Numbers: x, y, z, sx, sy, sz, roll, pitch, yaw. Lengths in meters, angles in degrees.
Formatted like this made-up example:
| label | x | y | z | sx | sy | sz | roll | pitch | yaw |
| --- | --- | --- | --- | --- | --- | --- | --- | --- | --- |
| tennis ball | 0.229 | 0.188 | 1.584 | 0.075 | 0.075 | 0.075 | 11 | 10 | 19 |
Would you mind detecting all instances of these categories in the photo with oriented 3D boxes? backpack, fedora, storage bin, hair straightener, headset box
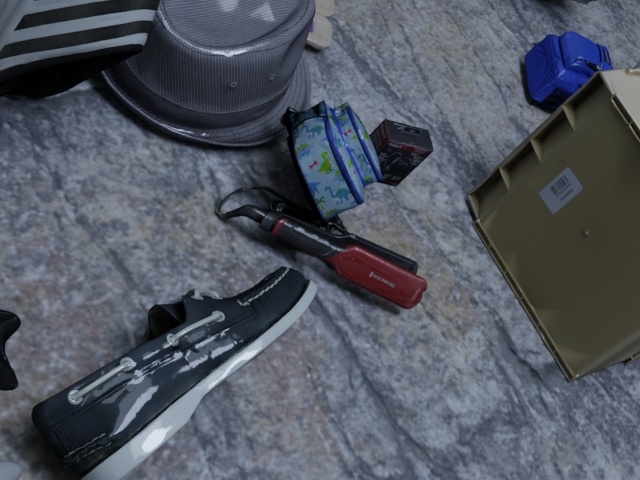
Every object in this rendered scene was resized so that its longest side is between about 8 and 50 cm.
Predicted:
| label | x | y | z | sx | sy | sz | roll | pitch | yaw |
| --- | --- | --- | --- | --- | --- | --- | --- | --- | --- |
| backpack | 0.014 | -0.084 | 1.207 | 0.114 | 0.084 | 0.105 | -93 | 159 | -61 |
| fedora | -0.100 | -0.226 | 1.222 | 0.276 | 0.124 | 0.243 | -10 | 72 | -36 |
| storage bin | 0.329 | -0.018 | 1.307 | 0.123 | 0.262 | 0.260 | -14 | 68 | -40 |
| backpack | 0.354 | -0.221 | 1.603 | 0.120 | 0.101 | 0.097 | 22 | 54 | -27 |
| hair straightener | 0.000 | 0.000 | 1.215 | 0.231 | 0.047 | 0.089 | 21 | 21 | -17 |
| headset box | 0.081 | -0.100 | 1.312 | 0.062 | 0.083 | 0.032 | 10 | 53 | -31 |

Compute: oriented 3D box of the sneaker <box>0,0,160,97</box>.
| label | x | y | z | sx | sy | sz | roll | pitch | yaw |
| --- | --- | --- | --- | --- | --- | --- | --- | --- | --- |
| sneaker | -0.343 | -0.272 | 1.065 | 0.448 | 0.257 | 0.169 | 18 | 7 | 18 |

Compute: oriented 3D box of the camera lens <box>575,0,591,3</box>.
| label | x | y | z | sx | sy | sz | roll | pitch | yaw |
| --- | --- | --- | --- | --- | --- | --- | --- | --- | --- |
| camera lens | 0.317 | -0.485 | 1.689 | 0.274 | 0.219 | 0.219 | 17 | 49 | -26 |

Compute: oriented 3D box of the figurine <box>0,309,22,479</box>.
| label | x | y | z | sx | sy | sz | roll | pitch | yaw |
| --- | --- | --- | --- | --- | --- | --- | --- | --- | --- |
| figurine | -0.313 | 0.125 | 0.843 | 0.210 | 0.092 | 0.214 | 14 | 51 | -34 |

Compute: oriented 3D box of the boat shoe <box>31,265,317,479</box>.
| label | x | y | z | sx | sy | sz | roll | pitch | yaw |
| --- | --- | --- | --- | --- | --- | --- | --- | --- | --- |
| boat shoe | -0.114 | 0.091 | 0.995 | 0.091 | 0.114 | 0.302 | 51 | 42 | -2 |

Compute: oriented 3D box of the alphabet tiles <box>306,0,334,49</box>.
| label | x | y | z | sx | sy | sz | roll | pitch | yaw |
| --- | --- | --- | --- | --- | --- | --- | --- | --- | --- |
| alphabet tiles | -0.105 | -0.337 | 1.401 | 0.278 | 0.021 | 0.284 | 24 | 47 | -21 |

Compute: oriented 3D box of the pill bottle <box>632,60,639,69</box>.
| label | x | y | z | sx | sy | sz | roll | pitch | yaw |
| --- | --- | --- | --- | --- | --- | --- | --- | --- | --- |
| pill bottle | 0.505 | -0.113 | 1.580 | 0.169 | 0.169 | 0.301 | 25 | 47 | -20 |
